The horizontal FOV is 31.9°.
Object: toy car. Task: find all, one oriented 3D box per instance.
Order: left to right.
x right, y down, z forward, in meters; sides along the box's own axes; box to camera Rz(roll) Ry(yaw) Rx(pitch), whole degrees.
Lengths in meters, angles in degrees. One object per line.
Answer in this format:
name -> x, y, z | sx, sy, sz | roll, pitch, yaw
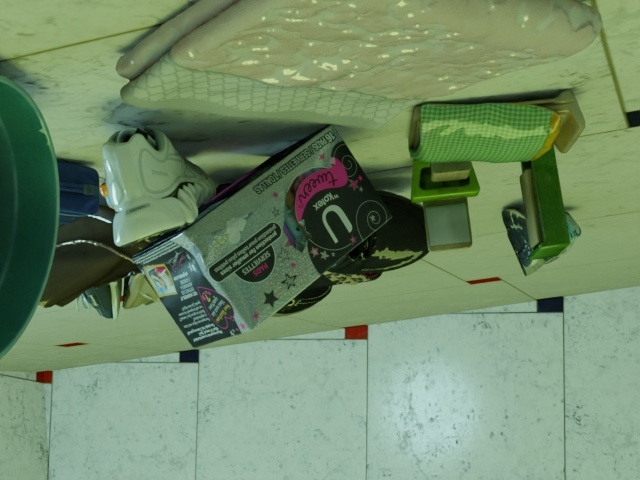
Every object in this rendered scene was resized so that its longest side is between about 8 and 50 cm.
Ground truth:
toy car -> -0.305, -0.053, 1.505 | 0.122, 0.041, 0.060 | -7, 170, 7

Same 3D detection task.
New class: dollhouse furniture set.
dollhouse furniture set -> 0.215, -0.066, 1.402 | 0.197, 0.151, 0.301 | -6, 170, 2

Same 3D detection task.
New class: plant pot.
plant pot -> -0.420, -0.028, 1.030 | 0.255, 0.272, 0.271 | 7, 173, 14

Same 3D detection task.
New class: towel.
towel -> 0.030, -0.171, 1.010 | 0.331, 0.053, 0.317 | 2, 167, -40

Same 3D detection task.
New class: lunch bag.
lunch bag -> -0.321, -0.062, 1.371 | 0.065, 0.067, 0.098 | -15, 165, 42

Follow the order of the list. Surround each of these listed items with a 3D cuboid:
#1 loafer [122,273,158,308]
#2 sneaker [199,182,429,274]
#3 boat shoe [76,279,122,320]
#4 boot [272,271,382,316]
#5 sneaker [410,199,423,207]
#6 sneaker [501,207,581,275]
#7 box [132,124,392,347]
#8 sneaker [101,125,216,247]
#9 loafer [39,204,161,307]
loafer -> -0.303, 0.066, 1.995 | 0.092, 0.102, 0.268 | 3, 168, -12
sneaker -> 0.000, 0.000, 1.541 | 0.340, 0.125, 0.140 | 2, -163, -9
boat shoe -> -0.388, 0.073, 1.948 | 0.079, 0.095, 0.254 | -2, 159, -6
boot -> -0.009, 0.039, 1.942 | 0.284, 0.138, 0.377 | -12, 163, 30
sneaker -> 0.017, -0.023, 1.677 | 0.281, 0.105, 0.115 | 4, -174, -9
sneaker -> 0.398, -0.019, 1.993 | 0.122, 0.110, 0.283 | -25, 170, 6
box -> -0.066, -0.003, 1.330 | 0.247, 0.142, 0.163 | -39, -170, -32
sneaker -> -0.189, -0.078, 1.280 | 0.110, 0.118, 0.292 | -21, -171, 0
loafer -> -0.361, 0.043, 1.627 | 0.134, 0.130, 0.366 | 32, 151, -36
